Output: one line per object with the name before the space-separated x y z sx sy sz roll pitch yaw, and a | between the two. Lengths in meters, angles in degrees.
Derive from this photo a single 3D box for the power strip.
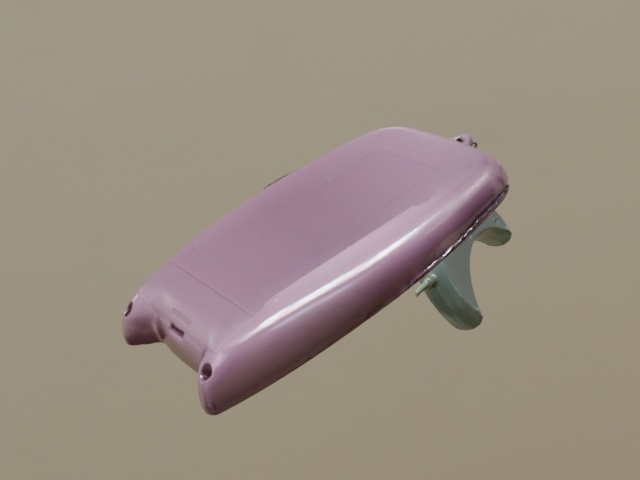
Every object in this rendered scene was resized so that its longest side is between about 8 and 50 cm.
power strip | 0.163 0.016 1.381 0.044 0.216 0.137 -29 -71 38

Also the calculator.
calculator | -0.001 -0.001 0.820 0.294 0.194 0.043 -36 -59 -18
